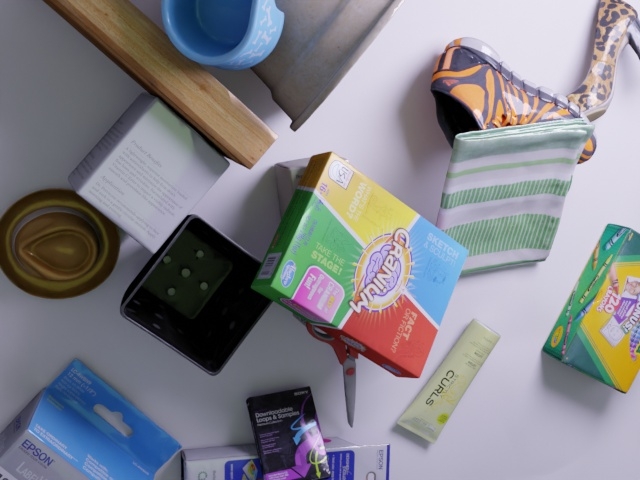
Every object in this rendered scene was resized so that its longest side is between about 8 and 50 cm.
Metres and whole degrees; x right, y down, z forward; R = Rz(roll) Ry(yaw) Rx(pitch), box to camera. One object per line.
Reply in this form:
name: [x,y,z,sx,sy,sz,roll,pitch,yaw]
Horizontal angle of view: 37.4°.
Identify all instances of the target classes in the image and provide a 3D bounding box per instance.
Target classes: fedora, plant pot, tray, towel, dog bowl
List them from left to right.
fedora: [-0.410,0.011,1.475,0.194,0.079,0.195,-3,100,-16]
tray: [-0.256,-0.271,1.405,0.411,0.203,0.076,40,88,-19]
plant pot: [-0.201,0.070,1.501,0.188,0.167,0.187,38,87,-22]
dog bowl: [-0.127,-0.370,1.248,0.165,0.074,0.297,16,110,14]
plant pot: [-0.053,-0.388,1.410,0.305,0.334,0.334,39,87,-8]
towel: [0.318,-0.064,1.615,0.247,0.038,0.325,-9,138,-14]

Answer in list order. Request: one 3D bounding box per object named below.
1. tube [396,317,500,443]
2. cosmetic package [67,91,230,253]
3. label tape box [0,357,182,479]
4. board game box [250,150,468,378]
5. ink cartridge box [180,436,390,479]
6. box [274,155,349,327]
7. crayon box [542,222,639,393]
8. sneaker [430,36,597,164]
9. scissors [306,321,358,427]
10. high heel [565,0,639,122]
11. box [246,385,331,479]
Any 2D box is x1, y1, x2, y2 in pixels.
tube: [0.241,0.258,1.730,0.070,0.062,0.240,36,94,21]
cosmetic package: [-0.264,-0.107,1.442,0.151,0.151,0.184,43,85,-23]
label tape box: [-0.424,0.405,1.525,0.348,0.115,0.249,-46,109,-3]
board game box: [0.072,0.044,1.505,0.316,0.064,0.242,33,70,-27]
ink cartridge box: [-0.061,0.446,1.667,0.370,0.069,0.176,-1,99,-14]
box: [0.000,0.000,1.588,0.113,0.094,0.275,-12,104,-16]
crayon box: [0.562,0.128,1.789,0.165,0.081,0.279,27,91,-19]
sneaker: [0.314,-0.189,1.597,0.321,0.124,0.180,32,55,-6]
scissors: [0.058,0.206,1.615,0.109,0.021,0.297,-27,126,-8]
high heel: [0.469,-0.314,1.704,0.261,0.093,0.186,-29,78,7]
box: [-0.055,0.339,1.623,0.116,0.029,0.162,-8,68,-19]
